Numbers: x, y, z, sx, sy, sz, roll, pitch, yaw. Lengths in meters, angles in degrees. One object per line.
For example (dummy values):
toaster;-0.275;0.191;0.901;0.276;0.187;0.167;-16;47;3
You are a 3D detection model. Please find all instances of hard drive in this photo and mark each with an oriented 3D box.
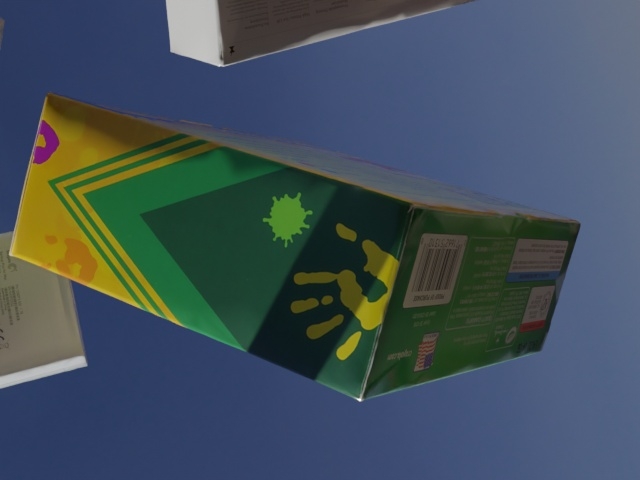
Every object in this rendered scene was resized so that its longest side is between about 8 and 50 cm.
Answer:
hard drive;-0.451;0.098;1.243;0.040;0.308;0.203;90;163;-56

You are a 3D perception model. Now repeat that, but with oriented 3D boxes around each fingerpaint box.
fingerpaint box;0.000;0.000;1.009;0.445;0.371;0.163;1;-74;-62

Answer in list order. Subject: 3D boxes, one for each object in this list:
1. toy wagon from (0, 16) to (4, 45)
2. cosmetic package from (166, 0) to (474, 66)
toy wagon;-0.537;-0.261;1.138;0.344;0.267;0.068;-2;-65;-38
cosmetic package;0.009;-0.189;0.679;0.239;0.060;0.098;-22;-61;-37
